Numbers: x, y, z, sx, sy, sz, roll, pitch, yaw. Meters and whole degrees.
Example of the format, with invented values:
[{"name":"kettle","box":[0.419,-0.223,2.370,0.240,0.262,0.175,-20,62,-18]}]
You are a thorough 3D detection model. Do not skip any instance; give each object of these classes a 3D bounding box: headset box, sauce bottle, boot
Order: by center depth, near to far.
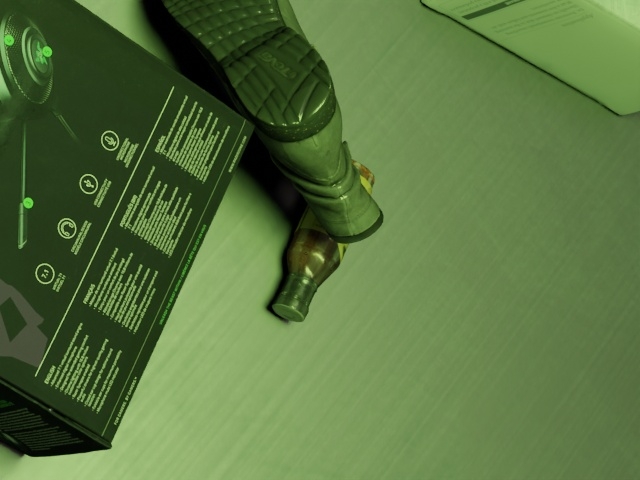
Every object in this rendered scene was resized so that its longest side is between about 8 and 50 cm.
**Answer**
[{"name":"headset box","box":[-0.224,-0.036,1.241,0.283,0.131,0.246,33,65,-25]},{"name":"boot","box":[-0.039,-0.115,1.405,0.083,0.246,0.161,-26,143,-1]},{"name":"sauce bottle","box":[0.000,0.000,1.445,0.042,0.042,0.128,35,66,-25]}]

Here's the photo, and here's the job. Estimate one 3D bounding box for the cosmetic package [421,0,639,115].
[{"name":"cosmetic package","box":[0.230,-0.255,1.590,0.225,0.138,0.224,25,68,-30]}]
